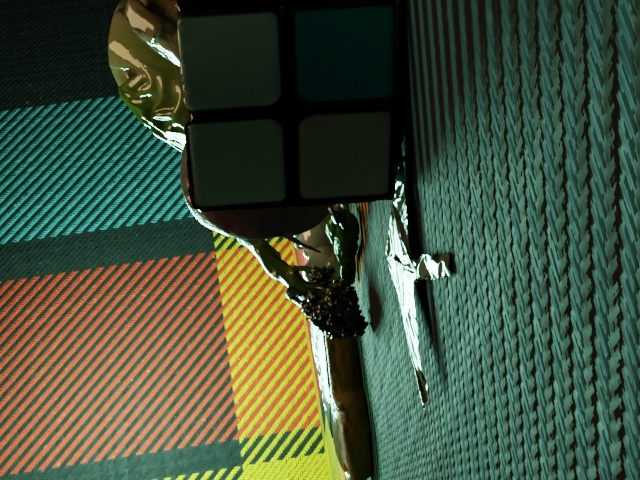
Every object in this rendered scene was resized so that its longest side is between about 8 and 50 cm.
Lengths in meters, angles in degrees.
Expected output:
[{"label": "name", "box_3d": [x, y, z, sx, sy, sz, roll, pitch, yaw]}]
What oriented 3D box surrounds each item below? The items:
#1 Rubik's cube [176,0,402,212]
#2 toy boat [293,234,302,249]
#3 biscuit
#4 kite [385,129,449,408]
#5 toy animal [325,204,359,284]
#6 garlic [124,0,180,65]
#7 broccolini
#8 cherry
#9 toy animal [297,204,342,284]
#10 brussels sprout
[{"label": "Rubik's cube", "box_3d": [-0.031, -0.141, 0.840, 0.183, 0.167, 0.180, -106, 13, -60]}, {"label": "toy boat", "box_3d": [-0.062, -0.078, 1.986, 0.088, 0.102, 0.215, -109, 12, -60]}, {"label": "biscuit", "box_3d": [0.024, 0.197, 1.618, 0.287, 0.057, 0.343, 87, 174, -52]}, {"label": "kite", "box_3d": [0.076, 0.023, 0.826, 0.250, 0.012, 0.229, -167, 70, -86]}, {"label": "toy animal", "box_3d": [0.027, -0.011, 1.289, 0.217, 0.041, 0.075, 80, 179, -69]}, {"label": "garlic", "box_3d": [-0.132, -0.342, 1.468, 0.241, 0.322, 0.322, -61, -9, -19]}, {"label": "broccolini", "box_3d": [-0.048, 0.023, 1.430, 0.079, 0.074, 0.392, 40, -178, -39]}, {"label": "cherry", "box_3d": [-0.071, -0.099, 1.320, 0.184, 0.213, 0.266, 25, 121, 45]}, {"label": "toy animal", "box_3d": [0.000, 0.001, 1.460, 0.085, 0.071, 0.124, 106, 156, -82]}, {"label": "brussels sprout", "box_3d": [-0.194, -0.287, 1.761, 0.289, 0.355, 0.281, 141, 149, -77]}]
